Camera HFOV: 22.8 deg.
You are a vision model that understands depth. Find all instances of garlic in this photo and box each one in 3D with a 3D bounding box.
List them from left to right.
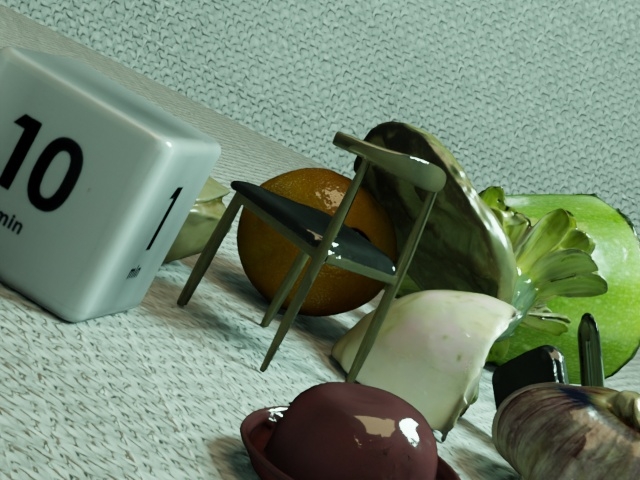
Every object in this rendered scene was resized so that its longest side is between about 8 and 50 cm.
[{"bbox_3d":[0.307,0.232,1.736,0.245,0.160,0.245,28,8,-4],"label":"garlic"}]

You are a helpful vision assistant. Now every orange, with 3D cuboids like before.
[{"bbox_3d":[-0.002,0.003,1.998,0.206,0.206,0.206,28,8,-4],"label":"orange"}]

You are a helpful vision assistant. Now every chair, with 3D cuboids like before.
[{"bbox_3d":[0.000,0.000,1.731,0.166,0.272,0.188,36,9,37],"label":"chair"}]

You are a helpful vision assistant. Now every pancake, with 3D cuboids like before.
[{"bbox_3d":[0.144,-0.019,1.979,0.294,0.049,0.294,47,-23,28],"label":"pancake"}]

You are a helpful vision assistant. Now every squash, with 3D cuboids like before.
[{"bbox_3d":[0.288,0.073,2.385,0.309,0.310,0.310,2,24,-40],"label":"squash"}]

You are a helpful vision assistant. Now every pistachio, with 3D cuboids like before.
[{"bbox_3d":[-0.179,-0.035,1.839,0.136,0.136,0.226,33,11,24],"label":"pistachio"}]

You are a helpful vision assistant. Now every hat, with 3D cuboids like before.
[{"bbox_3d":[0.032,0.169,1.318,0.205,0.089,0.205,15,17,-5],"label":"hat"}]

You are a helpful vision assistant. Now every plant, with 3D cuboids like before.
[{"bbox_3d":[0.203,0.062,2.154,0.297,0.306,0.261,-27,82,-48],"label":"plant"}]

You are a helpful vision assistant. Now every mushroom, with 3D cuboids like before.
[{"bbox_3d":[0.127,0.110,1.878,0.173,0.162,0.236,32,7,9],"label":"mushroom"}]

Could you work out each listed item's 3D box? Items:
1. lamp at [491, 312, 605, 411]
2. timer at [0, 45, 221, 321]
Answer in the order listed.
[{"bbox_3d":[0.319,0.170,1.996,0.283,0.124,0.203,17,59,-53],"label":"lamp"},{"bbox_3d":[-0.238,-0.055,1.523,0.192,0.195,0.194,30,9,10],"label":"timer"}]
